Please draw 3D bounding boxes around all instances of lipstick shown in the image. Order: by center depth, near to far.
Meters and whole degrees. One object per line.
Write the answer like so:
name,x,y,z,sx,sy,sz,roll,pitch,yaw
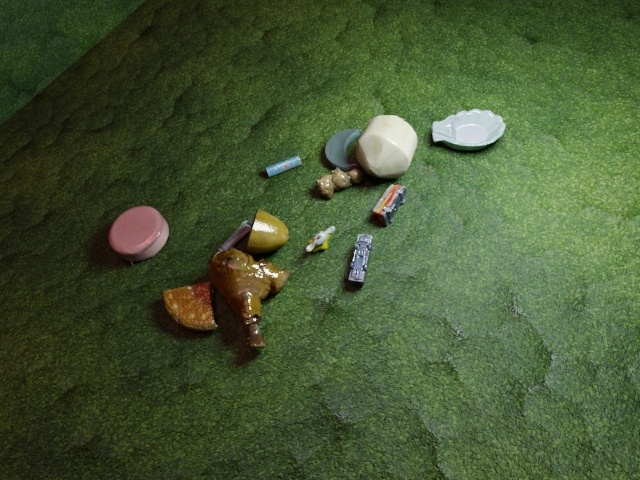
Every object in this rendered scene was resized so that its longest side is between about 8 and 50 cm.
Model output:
lipstick,-0.163,-0.331,2.083,0.157,0.048,0.048,-22,58,-3

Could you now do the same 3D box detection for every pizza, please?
pizza,-0.482,0.242,1.795,0.291,0.058,0.197,24,66,21

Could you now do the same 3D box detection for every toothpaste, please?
toothpaste,-0.359,0.000,1.930,0.061,0.037,0.216,30,65,25

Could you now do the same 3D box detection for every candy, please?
candy,-0.773,-0.024,1.990,0.254,0.094,0.256,-5,59,7

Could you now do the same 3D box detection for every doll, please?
doll,-0.006,0.005,1.813,0.071,0.113,0.135,47,55,10

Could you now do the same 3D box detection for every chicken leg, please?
chicken leg,-0.238,0.194,1.730,0.294,0.182,0.410,-12,60,-16

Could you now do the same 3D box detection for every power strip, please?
power strip,0.101,-0.384,2.061,0.167,0.054,0.254,0,59,14

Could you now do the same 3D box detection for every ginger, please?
ginger,0.083,-0.250,1.968,0.203,0.080,0.105,-24,97,-3

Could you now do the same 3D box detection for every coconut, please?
coconut,0.263,-0.370,1.915,0.237,0.237,0.266,16,65,19

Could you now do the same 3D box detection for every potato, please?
potato,-0.204,-0.023,1.842,0.157,0.203,0.178,15,88,-6

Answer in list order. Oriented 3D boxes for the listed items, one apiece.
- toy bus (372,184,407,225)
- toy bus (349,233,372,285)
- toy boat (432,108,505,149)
toy bus,0.277,-0.148,1.873,0.077,0.079,0.174,21,65,32
toy bus,0.155,0.074,1.761,0.064,0.075,0.191,7,62,16
toy boat,0.619,-0.452,1.973,0.289,0.100,0.200,1,59,11
